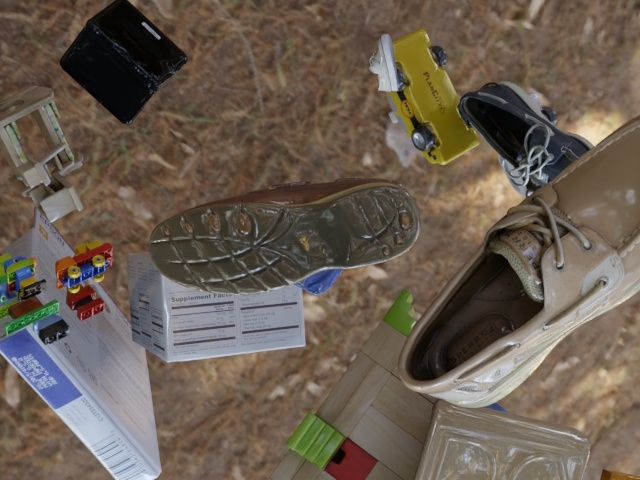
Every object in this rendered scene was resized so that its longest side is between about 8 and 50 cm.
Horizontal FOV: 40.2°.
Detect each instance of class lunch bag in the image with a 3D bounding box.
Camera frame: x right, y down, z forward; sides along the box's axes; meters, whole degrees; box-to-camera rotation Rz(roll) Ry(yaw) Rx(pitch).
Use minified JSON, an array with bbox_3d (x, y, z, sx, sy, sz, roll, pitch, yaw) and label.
[{"bbox_3d":[0.000,0.000,0.854,0.067,0.065,0.098,28,100,-4],"label":"lunch bag"}]

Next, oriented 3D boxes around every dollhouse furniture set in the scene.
[{"bbox_3d":[-0.362,-0.144,1.114,0.101,0.161,0.182,-33,130,-22],"label":"dollhouse furniture set"}]

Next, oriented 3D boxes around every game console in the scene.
[{"bbox_3d":[-0.256,-0.235,1.142,0.122,0.071,0.107,43,54,-6],"label":"game console"}]

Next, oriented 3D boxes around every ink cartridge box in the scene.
[{"bbox_3d":[-0.357,0.154,1.297,0.071,0.330,0.324,-30,122,0],"label":"ink cartridge box"}]

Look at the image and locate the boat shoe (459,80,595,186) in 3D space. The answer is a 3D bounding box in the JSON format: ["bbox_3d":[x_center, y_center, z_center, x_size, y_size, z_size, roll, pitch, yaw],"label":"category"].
[{"bbox_3d":[0.281,-0.121,1.144,0.079,0.254,0.095,-16,146,-30],"label":"boat shoe"}]

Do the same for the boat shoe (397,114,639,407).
[{"bbox_3d":[0.206,0.020,0.781,0.341,0.122,0.110,-52,145,13],"label":"boat shoe"}]

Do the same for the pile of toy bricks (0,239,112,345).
[{"bbox_3d":[-0.344,0.052,0.967,0.212,0.105,0.118,-26,147,-37],"label":"pile of toy bricks"}]

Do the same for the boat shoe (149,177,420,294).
[{"bbox_3d":[-0.024,-0.007,0.588,0.177,0.060,0.064,-9,108,0],"label":"boat shoe"}]

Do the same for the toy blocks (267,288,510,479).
[{"bbox_3d":[0.103,0.294,1.087,0.381,0.261,0.191,-54,165,-6],"label":"toy blocks"}]

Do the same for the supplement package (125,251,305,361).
[{"bbox_3d":[-0.164,0.084,1.310,0.204,0.262,0.145,-5,93,-22],"label":"supplement package"}]

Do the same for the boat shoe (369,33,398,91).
[{"bbox_3d":[0.080,-0.230,1.143,0.035,0.035,0.100,-4,153,10],"label":"boat shoe"}]

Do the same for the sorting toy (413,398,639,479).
[{"bbox_3d":[0.234,0.322,1.017,0.307,0.041,0.229,16,87,-19],"label":"sorting toy"}]

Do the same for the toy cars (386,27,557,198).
[{"bbox_3d":[0.231,-0.159,1.295,0.393,0.087,0.177,24,71,-22],"label":"toy cars"}]
